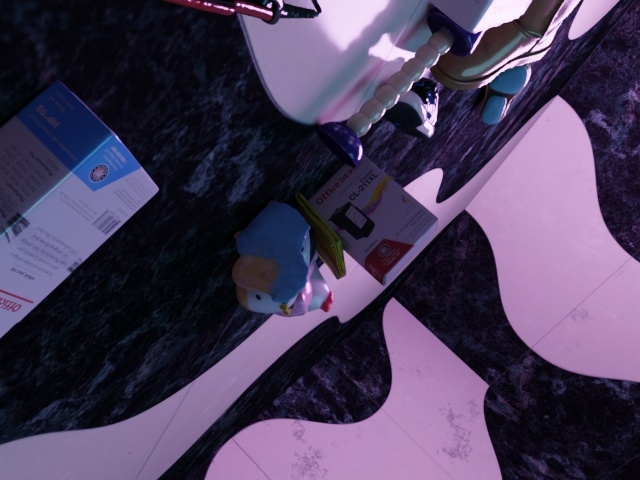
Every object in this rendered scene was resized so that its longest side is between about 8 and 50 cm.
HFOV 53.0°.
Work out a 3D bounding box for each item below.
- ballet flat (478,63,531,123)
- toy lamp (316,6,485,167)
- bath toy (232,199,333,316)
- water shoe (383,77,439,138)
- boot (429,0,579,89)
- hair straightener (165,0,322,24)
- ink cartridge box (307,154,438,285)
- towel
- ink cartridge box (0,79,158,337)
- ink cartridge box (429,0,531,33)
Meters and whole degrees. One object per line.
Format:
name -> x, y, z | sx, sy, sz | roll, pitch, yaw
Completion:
ballet flat -> 0.402, -0.346, 1.418 | 0.232, 0.080, 0.073 | 105, 2, -69
toy lamp -> 0.116, -0.213, 0.825 | 0.275, 0.080, 0.080 | -47, 167, -3
bath toy -> -0.048, 0.059, 1.002 | 0.151, 0.129, 0.348 | -46, 168, -5
water shoe -> 0.137, -0.212, 0.967 | 0.203, 0.072, 0.080 | 12, 93, -75
boot -> 0.283, -0.342, 0.870 | 0.236, 0.089, 0.269 | -27, 163, -23
hair straightener -> -0.041, -0.193, 0.445 | 0.089, 0.047, 0.230 | -52, 167, 21
ink cartridge box -> 0.080, -0.036, 1.024 | 0.127, 0.175, 0.072 | -46, 164, -8
towel -> 0.000, 0.000, 1.037 | 0.021, 0.102, 0.237 | -40, 166, -7
ink cartridge box -> -0.206, -0.008, 0.432 | 0.180, 0.060, 0.104 | -45, 168, -10
ink cartridge box -> 0.216, -0.355, 0.673 | 0.172, 0.100, 0.237 | -33, 160, -47
